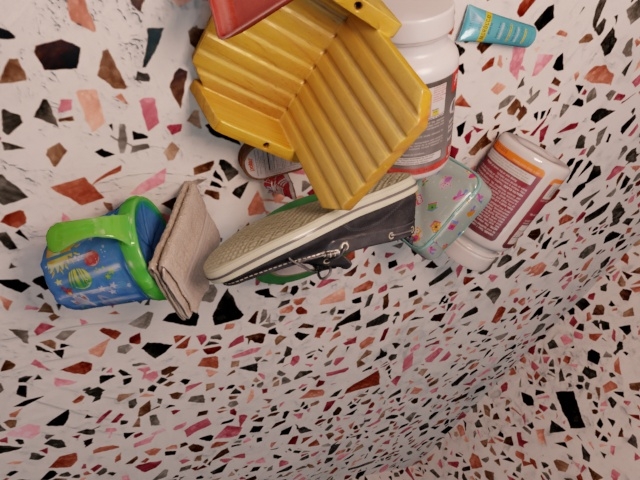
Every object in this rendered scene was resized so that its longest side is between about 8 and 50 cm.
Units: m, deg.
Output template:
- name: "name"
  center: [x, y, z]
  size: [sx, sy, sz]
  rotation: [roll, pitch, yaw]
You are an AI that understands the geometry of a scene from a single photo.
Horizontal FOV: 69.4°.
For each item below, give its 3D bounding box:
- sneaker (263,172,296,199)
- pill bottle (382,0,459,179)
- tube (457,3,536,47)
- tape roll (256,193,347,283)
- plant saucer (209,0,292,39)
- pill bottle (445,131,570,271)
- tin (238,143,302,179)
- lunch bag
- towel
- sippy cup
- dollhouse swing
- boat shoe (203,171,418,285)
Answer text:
- name: "sneaker"
  center: [-0.099, -0.126, 1.120]
  size: [0.067, 0.118, 0.042]
  rotation: [-16, 125, -8]
- name: "pill bottle"
  center: [0.196, -0.333, 1.029]
  size: [0.210, 0.210, 0.363]
  rotation: [-21, 136, -11]
- name: "tube"
  center: [0.428, -0.512, 1.123]
  size: [0.207, 0.052, 0.080]
  rotation: [0, 118, -22]
- name: "tape roll"
  center: [-0.040, 0.001, 1.227]
  size: [0.321, 0.077, 0.321]
  rotation: [-21, 155, -10]
- name: "plant saucer"
  center: [-0.069, -0.464, 0.696]
  size: [0.259, 0.258, 0.048]
  rotation: [-19, 169, 25]
- name: "pill bottle"
  center: [0.542, -0.110, 1.420]
  size: [0.224, 0.224, 0.392]
  rotation: [7, 125, -34]
- name: "tin"
  center: [-0.102, -0.207, 1.106]
  size: [0.189, 0.040, 0.106]
  rotation: [-18, 131, -15]
- name: "lunch bag"
  center: [0.313, -0.100, 1.307]
  size: [0.279, 0.224, 0.108]
  rotation: [-49, 139, 9]
- name: "towel"
  center: [-0.292, 0.018, 1.037]
  size: [0.049, 0.282, 0.187]
  rotation: [-4, 137, 9]
- name: "sippy cup"
  center: [-0.458, 0.044, 1.010]
  size: [0.224, 0.240, 0.305]
  rotation: [-17, 124, 0]
- name: "dollhouse swing"
  center: [-0.038, -0.268, 0.822]
  size: [0.315, 0.305, 0.347]
  rotation: [17, 133, -32]
- name: "boat shoe"
  center: [0.000, 0.000, 0.995]
  size: [0.500, 0.187, 0.156]
  rotation: [-22, 112, -17]
